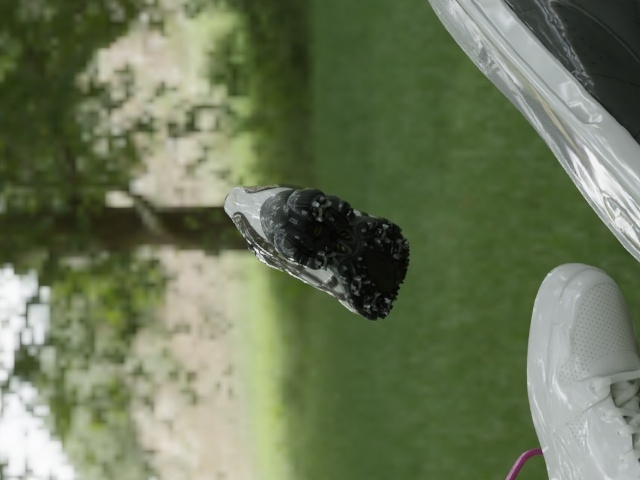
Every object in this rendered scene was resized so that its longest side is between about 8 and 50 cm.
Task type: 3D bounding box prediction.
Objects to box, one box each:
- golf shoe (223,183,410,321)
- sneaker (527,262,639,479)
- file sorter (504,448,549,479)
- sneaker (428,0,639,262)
[{"bbox_3d":[0.000,0.000,1.494,0.198,0.094,0.077,41,-108,-54],"label":"golf shoe"},{"bbox_3d":[0.248,0.161,1.431,0.169,0.108,0.292,0,99,55],"label":"sneaker"},{"bbox_3d":[0.284,0.284,1.673,0.291,0.182,0.202,-18,33,55],"label":"file sorter"},{"bbox_3d":[0.172,-0.094,0.956,0.296,0.147,0.104,56,177,33],"label":"sneaker"}]
